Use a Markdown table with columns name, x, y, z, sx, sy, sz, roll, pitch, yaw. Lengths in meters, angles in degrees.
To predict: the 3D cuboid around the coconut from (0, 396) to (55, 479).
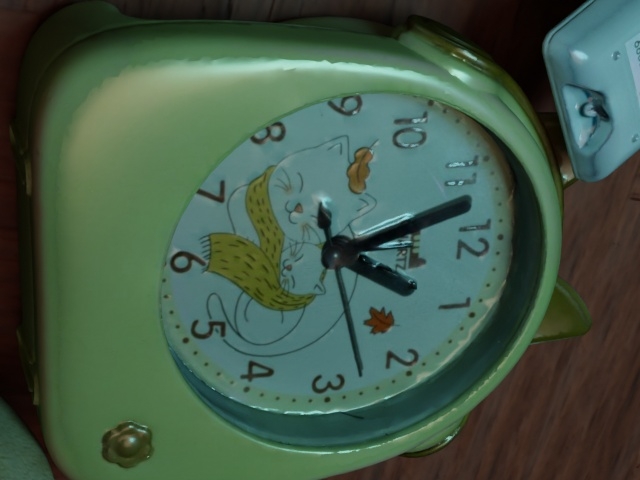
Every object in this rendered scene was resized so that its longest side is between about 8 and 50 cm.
| name | x | y | z | sx | sy | sz | roll | pitch | yaw |
| --- | --- | --- | --- | --- | --- | --- | --- | --- | --- |
| coconut | -0.246 | 0.169 | 0.925 | 0.224 | 0.224 | 0.224 | -7 | 118 | -14 |

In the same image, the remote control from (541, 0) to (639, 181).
| name | x | y | z | sx | sy | sz | roll | pitch | yaw |
| --- | --- | --- | --- | --- | --- | --- | --- | --- | --- |
| remote control | 0.245 | -0.149 | 0.955 | 0.293 | 0.051 | 0.103 | -38 | 129 | -21 |

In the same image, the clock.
| name | x | y | z | sx | sy | sz | roll | pitch | yaw |
| --- | --- | --- | --- | --- | --- | --- | --- | --- | --- |
| clock | 0.000 | 0.000 | 0.964 | 0.348 | 0.117 | 0.286 | -5 | 117 | -17 |
